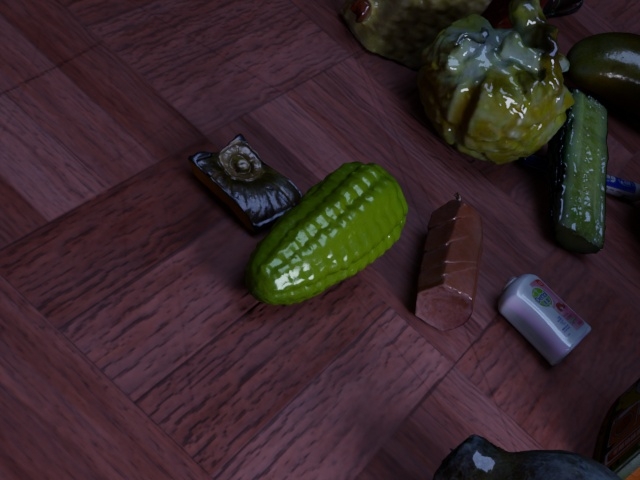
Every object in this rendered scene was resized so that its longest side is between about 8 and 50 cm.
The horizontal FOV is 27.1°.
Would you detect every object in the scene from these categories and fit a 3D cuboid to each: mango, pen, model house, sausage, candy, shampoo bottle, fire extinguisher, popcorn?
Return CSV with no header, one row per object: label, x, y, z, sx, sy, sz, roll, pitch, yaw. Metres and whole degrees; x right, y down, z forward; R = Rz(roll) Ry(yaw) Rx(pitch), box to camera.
mango,0.470,-0.227,1.899,0.267,0.111,0.133,14,52,-23
pen,0.329,-0.082,1.678,0.204,0.025,0.025,14,41,-31
model house,0.154,-0.324,1.651,0.254,0.196,0.160,-13,61,-48
sausage,0.133,0.017,1.358,0.065,0.065,0.169,31,36,-10
candy,0.000,0.000,1.235,0.097,0.097,0.209,44,43,8
shampoo bottle,0.229,0.077,1.389,0.099,0.043,0.072,46,35,11
fire extinguisher,0.372,-0.379,2.042,0.158,0.043,0.064,-24,97,-52
popcorn,0.212,-0.199,1.568,0.198,0.212,0.198,39,1,-1

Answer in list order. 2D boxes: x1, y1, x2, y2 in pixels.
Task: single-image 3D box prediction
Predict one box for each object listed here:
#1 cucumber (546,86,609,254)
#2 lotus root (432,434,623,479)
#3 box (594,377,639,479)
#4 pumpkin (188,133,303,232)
cucumber,0.301,-0.080,1.604,0.078,0.062,0.211,26,56,-23
lotus root,0.232,0.285,1.054,0.175,0.175,0.349,-14,60,-49
box,0.385,0.177,1.282,0.148,0.195,0.177,39,35,0
pumpkin,-0.074,-0.052,1.278,0.101,0.035,0.073,48,47,8
